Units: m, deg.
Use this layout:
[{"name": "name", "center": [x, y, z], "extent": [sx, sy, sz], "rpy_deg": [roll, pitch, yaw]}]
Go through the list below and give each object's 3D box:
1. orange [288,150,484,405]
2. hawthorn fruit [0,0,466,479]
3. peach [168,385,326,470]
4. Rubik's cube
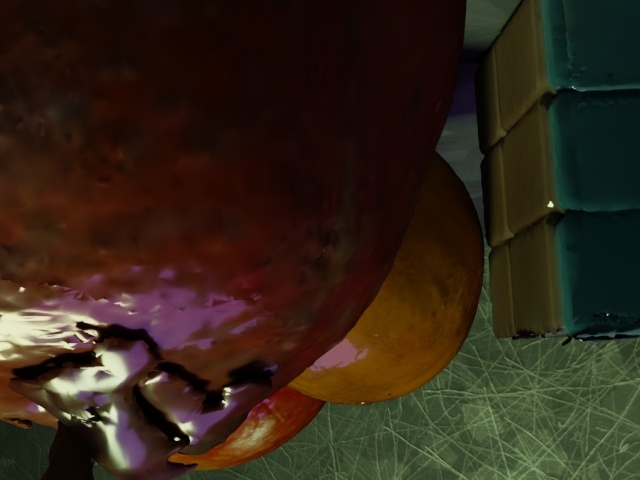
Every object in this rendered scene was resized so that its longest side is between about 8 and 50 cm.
[{"name": "orange", "center": [0.000, 0.000, 0.880], "extent": [0.284, 0.226, 0.284], "rpy_deg": [36, 179, 1]}, {"name": "hawthorn fruit", "center": [-0.082, -0.025, 0.436], "extent": [0.276, 0.307, 0.276], "rpy_deg": [7, 165, 2]}, {"name": "peach", "center": [-0.117, 0.068, 1.169], "extent": [0.370, 0.370, 0.370], "rpy_deg": [-3, 174, 0]}, {"name": "Rubik's cube", "center": [0.240, -0.045, 0.752], "extent": [0.231, 0.224, 0.221], "rpy_deg": [-3, 174, -3]}]
